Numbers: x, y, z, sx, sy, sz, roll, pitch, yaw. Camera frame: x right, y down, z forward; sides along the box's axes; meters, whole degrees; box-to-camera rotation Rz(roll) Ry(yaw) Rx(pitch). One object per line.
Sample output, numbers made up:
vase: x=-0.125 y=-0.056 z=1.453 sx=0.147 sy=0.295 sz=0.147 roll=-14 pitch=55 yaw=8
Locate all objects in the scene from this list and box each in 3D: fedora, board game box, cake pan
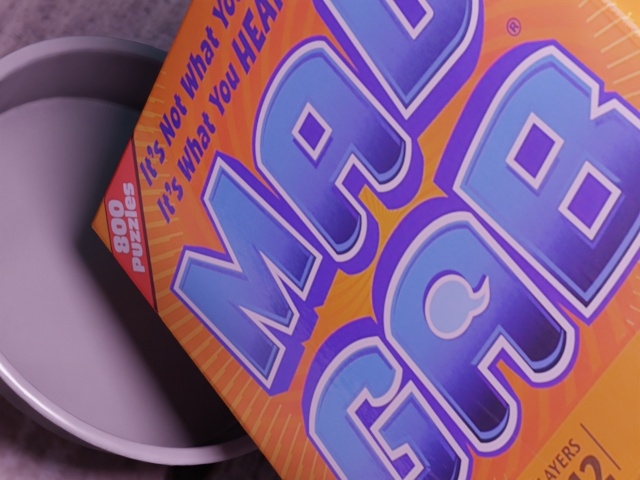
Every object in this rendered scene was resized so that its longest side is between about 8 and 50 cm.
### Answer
fedora: x=-0.174 y=0.028 z=1.031 sx=0.194 sy=0.079 sz=0.194 roll=19 pitch=56 yaw=-30
board game box: x=0.156 y=-0.039 z=0.884 sx=0.356 sy=0.356 sz=0.356 roll=-17 pitch=58 yaw=-43
cake pan: x=-0.119 y=0.009 z=0.992 sx=0.293 sy=0.054 sz=0.293 roll=19 pitch=55 yaw=-30
